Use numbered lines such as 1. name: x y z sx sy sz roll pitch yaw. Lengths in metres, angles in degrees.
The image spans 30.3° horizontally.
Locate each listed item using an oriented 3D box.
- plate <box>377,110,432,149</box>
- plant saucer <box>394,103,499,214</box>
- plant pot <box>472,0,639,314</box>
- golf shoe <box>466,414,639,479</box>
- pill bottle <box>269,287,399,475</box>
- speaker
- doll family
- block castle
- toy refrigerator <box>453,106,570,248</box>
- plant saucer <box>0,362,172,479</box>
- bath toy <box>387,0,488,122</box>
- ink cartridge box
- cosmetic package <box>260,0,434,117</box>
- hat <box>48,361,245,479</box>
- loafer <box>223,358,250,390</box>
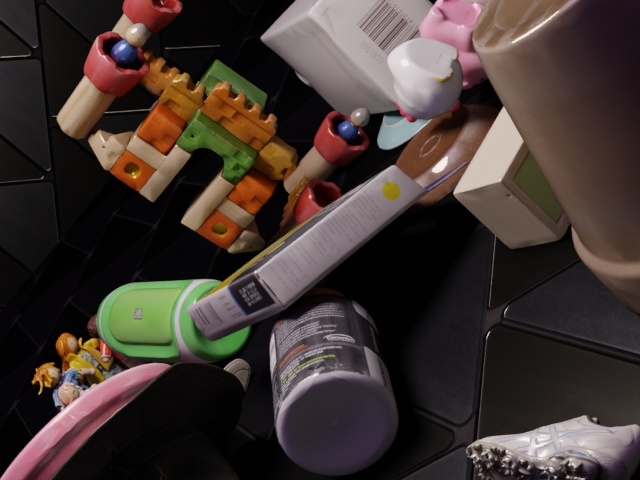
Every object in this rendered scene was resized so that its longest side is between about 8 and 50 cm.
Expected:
1. plate: 0.151 -0.221 1.865 0.188 0.024 0.188 -43 19 19
2. plant saucer: 0.162 -0.122 1.637 0.198 0.036 0.198 -41 21 20
3. plant pot: 0.290 -0.139 1.025 0.323 0.280 0.323 -43 20 20
4. golf shoe: 0.196 0.180 0.976 0.086 0.069 0.176 -36 15 -28
5. pill bottle: 0.009 0.142 1.321 0.130 0.130 0.245 -44 20 14
6. speaker: -0.234 0.126 1.841 0.296 0.131 0.131 -5 46 52
7. doll family: -0.384 0.236 1.941 0.118 0.163 0.263 -38 22 29
8. block castle: -0.144 -0.190 1.804 0.213 0.453 0.303 -46 17 32
9. toy refrigerator: 0.267 -0.129 1.322 0.094 0.102 0.269 -15 38 58
10. plant saucer: -0.273 0.305 1.487 0.332 0.084 0.332 -41 -23 -22
11. bath toy: 0.204 -0.282 1.670 0.348 0.151 0.129 -54 -12 -37
12. ink cartridge box: 0.000 0.000 1.499 0.307 0.072 0.303 -40 3 -24
13. cosmetic package: 0.059 -0.325 1.919 0.156 0.217 0.385 -48 14 -5
14. hat: -0.180 0.306 1.366 0.134 0.331 0.331 37 85 30
15. loafer: -0.137 0.219 1.628 0.039 0.045 0.125 -34 26 52
